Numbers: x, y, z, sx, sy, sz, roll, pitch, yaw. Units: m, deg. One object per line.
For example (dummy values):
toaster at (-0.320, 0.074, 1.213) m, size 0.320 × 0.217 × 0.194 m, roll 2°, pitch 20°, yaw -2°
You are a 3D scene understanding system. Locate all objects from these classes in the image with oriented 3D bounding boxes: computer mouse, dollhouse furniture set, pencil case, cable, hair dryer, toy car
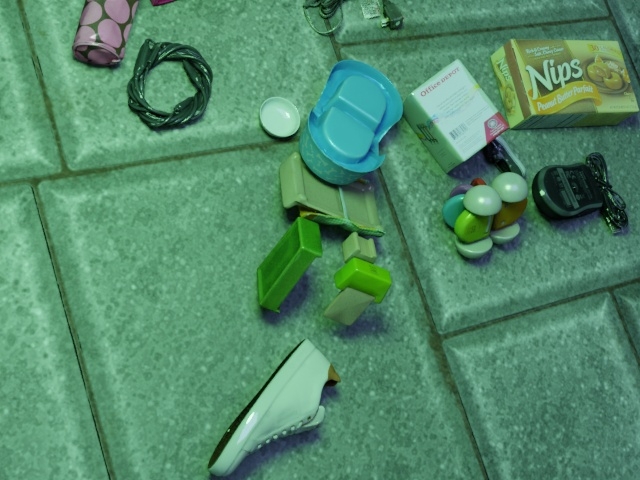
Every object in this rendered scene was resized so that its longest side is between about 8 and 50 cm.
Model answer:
computer mouse at (0.545, -0.096, 1.982) m, size 0.272 × 0.072 × 0.188 m, roll -4°, pitch 71°, yaw -39°
dollhouse furniture set at (0.000, 0.000, 1.694) m, size 0.198 × 0.151 × 0.301 m, roll 21°, pitch 35°, yaw -23°
pencil case at (-0.381, -0.414, 1.659) m, size 0.098 × 0.095 × 0.209 m, roll 25°, pitch 64°, yaw -32°
cable at (-0.277, -0.283, 1.687) m, size 0.151 × 0.047 × 0.184 m, roll 19°, pitch 62°, yaw -23°
hair dryer at (0.057, -0.581, 1.922) m, size 0.224 × 0.080 × 0.293 m, roll -8°, pitch 75°, yaw -26°
toy car at (0.323, -0.066, 1.835) m, size 0.182 × 0.159 × 0.136 m, roll -25°, pitch 49°, yaw -29°

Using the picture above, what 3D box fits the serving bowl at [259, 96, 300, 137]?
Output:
serving bowl at (-0.082, -0.234, 1.762) m, size 0.083 × 0.027 × 0.083 m, roll 8°, pitch 68°, yaw -21°

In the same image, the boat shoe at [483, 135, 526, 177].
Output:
boat shoe at (0.381, -0.180, 1.944) m, size 0.142 × 0.049 × 0.040 m, roll 46°, pitch 60°, yaw -6°

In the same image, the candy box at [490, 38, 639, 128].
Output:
candy box at (0.554, -0.355, 2.062) m, size 0.317 × 0.087 × 0.182 m, roll -6°, pitch 74°, yaw -25°

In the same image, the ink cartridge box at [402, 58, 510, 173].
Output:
ink cartridge box at (0.267, -0.251, 1.854) m, size 0.128 × 0.127 × 0.176 m, roll -36°, pitch 90°, yaw -11°

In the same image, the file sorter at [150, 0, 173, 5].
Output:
file sorter at (-0.229, -0.610, 1.684) m, size 0.202 × 0.291 × 0.182 m, roll -24°, pitch 80°, yaw -29°

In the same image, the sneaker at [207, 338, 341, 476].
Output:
sneaker at (-0.064, 0.301, 1.531) m, size 0.123 × 0.106 × 0.290 m, roll 43°, pitch 59°, yaw -2°

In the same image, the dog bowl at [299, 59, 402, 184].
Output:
dog bowl at (0.054, -0.224, 1.760) m, size 0.166 × 0.074 × 0.297 m, roll 32°, pitch 47°, yaw -10°
